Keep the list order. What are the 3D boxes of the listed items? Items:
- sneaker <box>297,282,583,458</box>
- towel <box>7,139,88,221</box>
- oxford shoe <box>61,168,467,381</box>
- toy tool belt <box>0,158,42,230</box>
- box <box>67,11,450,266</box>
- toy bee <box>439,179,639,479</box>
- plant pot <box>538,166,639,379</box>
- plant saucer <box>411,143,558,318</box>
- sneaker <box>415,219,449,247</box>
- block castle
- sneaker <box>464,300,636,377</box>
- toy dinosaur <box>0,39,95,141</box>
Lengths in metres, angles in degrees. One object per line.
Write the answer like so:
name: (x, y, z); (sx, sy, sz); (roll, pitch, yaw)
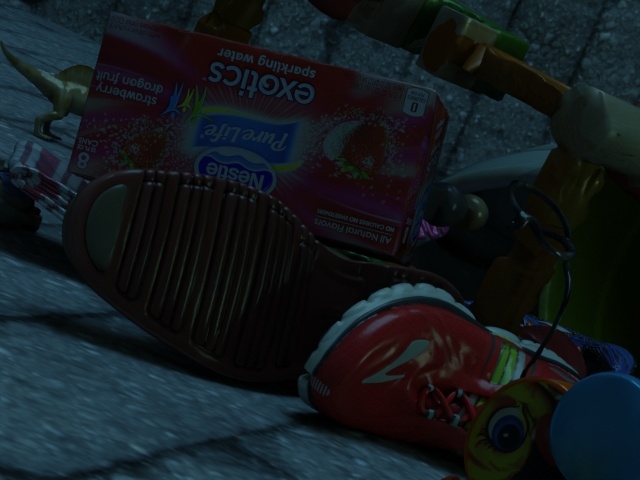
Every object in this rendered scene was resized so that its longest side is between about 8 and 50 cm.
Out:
sneaker: (0.110, 0.109, 1.267); (0.279, 0.107, 0.118); (15, 19, -40)
towel: (-0.151, -0.010, 1.413); (0.197, 0.029, 0.144); (38, 2, -13)
oxford shoe: (-0.055, 0.038, 1.293); (0.348, 0.123, 0.130); (26, -12, -40)
toy tool belt: (-0.236, -0.037, 1.442); (0.052, 0.051, 0.083); (27, 7, 30)
box: (-0.043, -0.074, 1.406); (0.257, 0.128, 0.122); (15, -2, 10)
toy bee: (0.157, 0.138, 1.104); (0.195, 0.162, 0.298); (29, 27, -35)
plant pot: (0.456, 0.089, 1.733); (0.353, 0.366, 0.366); (33, 0, -35)
plant saucer: (0.284, -0.012, 2.009); (0.401, 0.100, 0.400); (9, -24, 4)
sneaker: (0.000, 0.000, 1.838); (0.252, 0.111, 0.103); (0, 57, -31)
block castle: (0.077, -0.065, 1.588); (0.453, 0.303, 0.213); (35, 12, 34)
sneaker: (0.189, 0.105, 1.653); (0.087, 0.083, 0.221); (27, -6, -34)
toy dinosaur: (-0.284, -0.155, 2.075); (0.183, 0.092, 0.053); (22, 6, -16)
